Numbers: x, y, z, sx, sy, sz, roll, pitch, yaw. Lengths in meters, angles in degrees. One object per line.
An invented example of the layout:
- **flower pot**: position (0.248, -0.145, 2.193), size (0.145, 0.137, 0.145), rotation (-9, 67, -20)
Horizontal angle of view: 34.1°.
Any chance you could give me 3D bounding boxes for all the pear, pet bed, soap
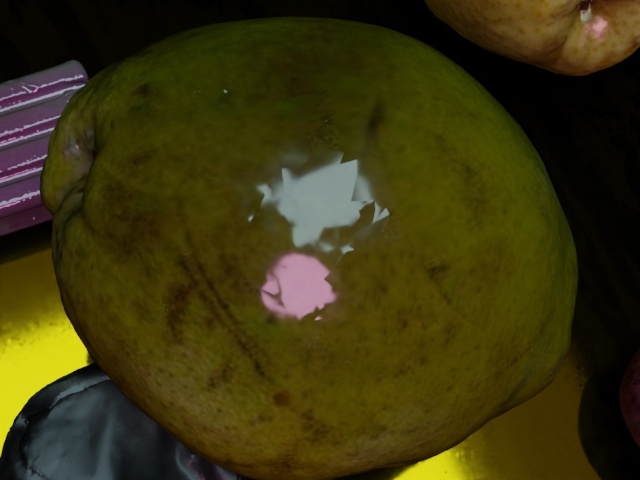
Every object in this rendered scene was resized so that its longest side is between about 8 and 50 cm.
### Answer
- **pear**: position (0.000, 0.000, 0.784), size (0.413, 0.352, 0.352), rotation (14, 68, -17)
- **pet bed**: position (-0.153, 0.187, 0.842), size (0.201, 0.053, 0.201), rotation (2, 70, -6)
- **soap**: position (-0.281, -0.068, 0.908), size (0.203, 0.065, 0.122), rotation (-19, 76, -15)
- **pear**: position (0.208, -0.281, 0.961), size (0.271, 0.271, 0.271), rotation (3, 70, -7)

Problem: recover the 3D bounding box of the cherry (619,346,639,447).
- **cherry**: position (0.349, 0.135, 0.888), size (0.176, 0.140, 0.176), rotation (-1, 78, 5)
